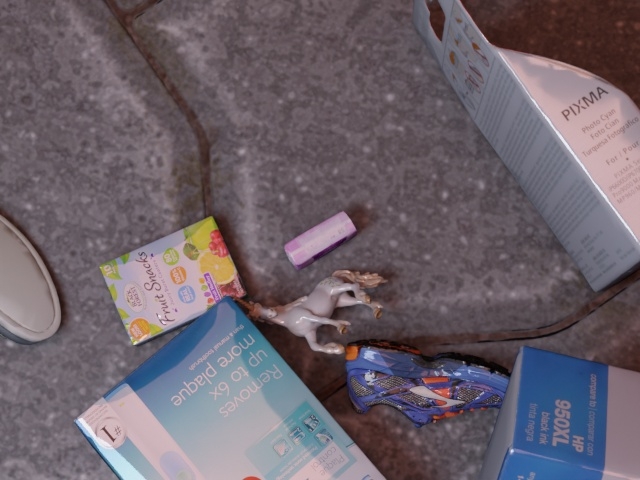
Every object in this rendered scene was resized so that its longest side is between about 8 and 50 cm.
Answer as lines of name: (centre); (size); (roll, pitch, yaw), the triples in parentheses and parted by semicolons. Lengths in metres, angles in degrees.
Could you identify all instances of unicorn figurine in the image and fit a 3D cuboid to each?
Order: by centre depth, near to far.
unicorn figurine: (-0.006, 0.078, 1.711); (0.111, 0.162, 0.060); (23, 122, 33)

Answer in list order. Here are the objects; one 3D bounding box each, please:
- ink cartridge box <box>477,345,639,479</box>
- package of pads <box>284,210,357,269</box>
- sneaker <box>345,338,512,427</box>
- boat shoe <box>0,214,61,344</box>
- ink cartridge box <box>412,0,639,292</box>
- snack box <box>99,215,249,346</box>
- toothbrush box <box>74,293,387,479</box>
ink cartridge box: (0.358, 0.301, 1.577); (0.395, 0.166, 0.285); (13, 127, 2)
package of pads: (0.000, 0.000, 1.746); (0.083, 0.050, 0.032); (-31, 84, -2)
sneaker: (0.132, 0.168, 1.719); (0.221, 0.083, 0.087); (10, 96, 8)
boat shoe: (-0.428, 0.009, 1.746); (0.319, 0.116, 0.099); (43, 128, -1)
ink cartridge box: (0.239, -0.137, 1.632); (0.091, 0.308, 0.385); (-33, 82, -3)
snack box: (-0.165, 0.047, 1.749); (0.141, 0.037, 0.100); (-24, 82, -2)
toothbrush box: (-0.090, 0.244, 1.671); (0.216, 0.126, 0.295); (-39, 85, -11)
